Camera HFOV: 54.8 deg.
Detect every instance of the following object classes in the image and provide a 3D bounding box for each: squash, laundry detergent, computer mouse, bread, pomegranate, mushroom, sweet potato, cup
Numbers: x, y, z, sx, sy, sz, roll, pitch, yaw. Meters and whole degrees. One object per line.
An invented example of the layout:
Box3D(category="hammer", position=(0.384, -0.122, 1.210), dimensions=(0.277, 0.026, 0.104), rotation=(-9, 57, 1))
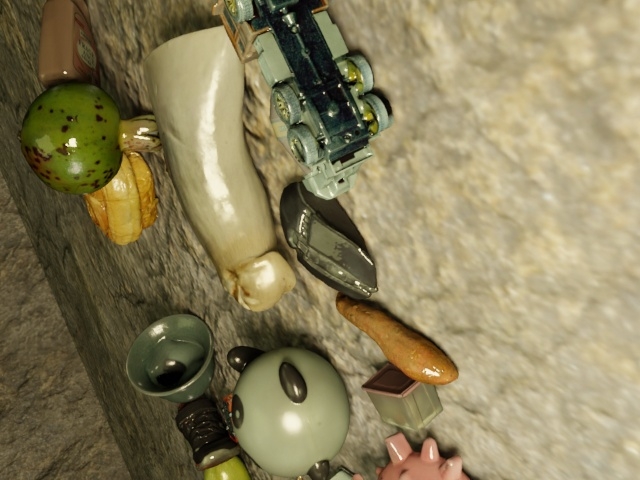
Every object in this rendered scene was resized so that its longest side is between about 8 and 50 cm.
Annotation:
Box3D(category="squash", position=(-0.224, 0.594, 1.495), dimensions=(0.123, 0.123, 0.187), rotation=(4, 116, 55))
Box3D(category="laundry detergent", position=(-0.476, -0.374, 1.197), dimensions=(0.171, 0.076, 0.237), rotation=(75, -171, -70))
Box3D(category="computer mouse", position=(0.000, 0.000, 0.797), dimensions=(0.192, 0.062, 0.106), rotation=(51, 146, 24))
Box3D(category="bread", position=(-0.430, -0.108, 1.304), dimensions=(0.198, 0.120, 0.236), rotation=(46, 144, 30))
Box3D(category="pomegranate", position=(-0.411, -0.186, 1.114), dimensions=(0.202, 0.247, 0.202), rotation=(179, 90, -76))
Box3D(category="mushroom", position=(-0.139, -0.092, 0.884), dimensions=(0.177, 0.126, 0.397), rotation=(3, 111, 46))
Box3D(category="sweet potato", position=(0.080, 0.116, 0.774), dimensions=(0.214, 0.050, 0.050), rotation=(33, 137, 41))
Box3D(category="cup", position=(-0.310, 0.286, 1.374), dimensions=(0.199, 0.199, 0.150), rotation=(38, 157, 37))

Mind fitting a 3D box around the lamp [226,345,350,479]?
Box3D(category="lamp", position=(-0.059, 0.254, 0.961), dimensions=(0.244, 0.197, 0.198), rotation=(14, 124, 62))

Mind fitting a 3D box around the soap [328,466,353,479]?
Box3D(category="soap", position=(0.088, 0.484, 0.987), dimensions=(0.261, 0.094, 0.150), rotation=(15, 118, 53))

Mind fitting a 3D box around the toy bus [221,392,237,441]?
Box3D(category="toy bus", position=(-0.190, 0.393, 1.373), dimensions=(0.031, 0.043, 0.110), rotation=(20, 126, 45))

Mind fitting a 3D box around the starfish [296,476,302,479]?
Box3D(category="starfish", position=(-0.023, 0.572, 1.177), dimensions=(0.277, 0.062, 0.236), rotation=(72, -172, -71))

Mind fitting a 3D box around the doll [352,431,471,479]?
Box3D(category="doll", position=(0.131, 0.359, 0.807), dimensions=(0.262, 0.093, 0.211), rotation=(-4, 89, 48))

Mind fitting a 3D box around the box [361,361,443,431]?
Box3D(category="box", position=(0.106, 0.199, 0.786), dimensions=(0.084, 0.060, 0.063), rotation=(-8, 109, 56))

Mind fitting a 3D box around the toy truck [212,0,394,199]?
Box3D(category="toy truck", position=(-0.023, -0.171, 0.676), dimensions=(0.257, 0.108, 0.140), rotation=(63, 162, -3))

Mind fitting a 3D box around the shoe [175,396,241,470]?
Box3D(category="shoe", position=(-0.273, 0.442, 1.464), dimensions=(0.291, 0.114, 0.137), rotation=(6, 114, 66))
